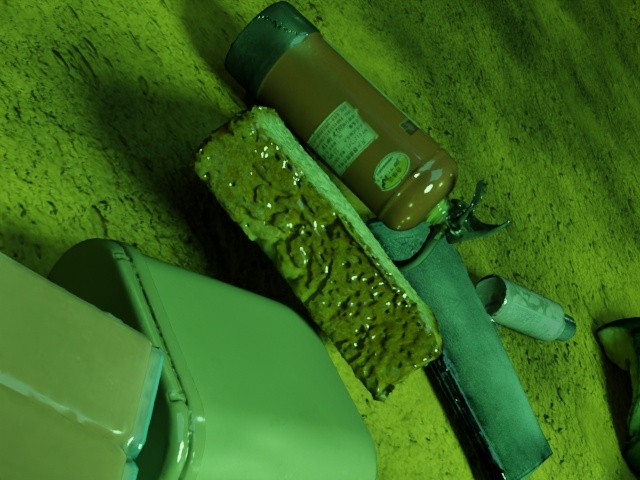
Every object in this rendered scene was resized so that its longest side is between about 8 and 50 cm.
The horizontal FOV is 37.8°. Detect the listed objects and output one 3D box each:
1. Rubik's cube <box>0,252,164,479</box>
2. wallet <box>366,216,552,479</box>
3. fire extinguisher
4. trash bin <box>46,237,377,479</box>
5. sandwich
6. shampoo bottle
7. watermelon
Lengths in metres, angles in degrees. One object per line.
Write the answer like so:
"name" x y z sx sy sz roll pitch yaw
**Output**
"Rubik's cube" -0.249 0.137 0.490 0.221 0.231 0.225 36 40 -29
"wallet" 0.186 0.134 1.234 0.190 0.046 0.379 -7 68 -56
"fire extinguisher" 0.048 -0.105 1.128 0.376 0.200 0.113 44 65 8
"trash bin" -0.089 0.127 0.781 0.247 0.121 0.243 21 31 -45
"sandwich" 0.000 0.000 0.974 0.301 0.099 0.271 51 3 -1
"shampoo bottle" 0.312 0.108 1.407 0.214 0.072 0.072 23 46 -42
"watermelon" 0.619 0.267 1.580 0.330 0.189 0.331 26 47 -33
